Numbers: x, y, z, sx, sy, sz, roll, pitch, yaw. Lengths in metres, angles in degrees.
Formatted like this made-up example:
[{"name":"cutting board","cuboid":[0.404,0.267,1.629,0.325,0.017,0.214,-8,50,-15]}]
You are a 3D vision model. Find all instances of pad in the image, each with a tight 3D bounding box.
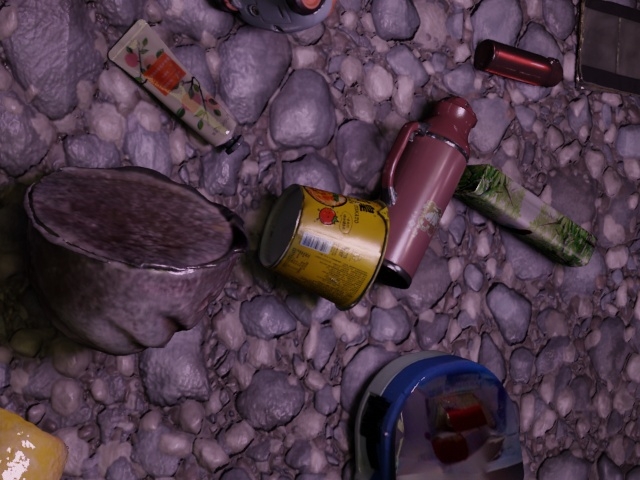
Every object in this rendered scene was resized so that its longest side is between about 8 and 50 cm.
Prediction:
[{"name":"pad","cuboid":[0.565,-0.355,2.268,0.233,0.022,0.174,3,87,-31]}]

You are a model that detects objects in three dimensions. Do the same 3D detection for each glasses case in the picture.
[{"name":"glasses case","cuboid":[0.346,-0.040,2.094,0.272,0.095,0.062,31,76,-25]}]

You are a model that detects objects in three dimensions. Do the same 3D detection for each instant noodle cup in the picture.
[{"name":"instant noodle cup","cuboid":[0.000,0.000,1.854,0.144,0.182,0.182,21,79,-20]}]

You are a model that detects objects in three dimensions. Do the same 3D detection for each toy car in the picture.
[{"name":"toy car","cuboid":[-0.051,-0.456,1.808,0.212,0.181,0.270,-43,127,-35]}]

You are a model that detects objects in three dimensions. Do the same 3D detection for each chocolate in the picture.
[{"name":"chocolate","cuboid":[-0.267,0.050,1.656,0.303,0.303,0.213,0,120,-30]}]

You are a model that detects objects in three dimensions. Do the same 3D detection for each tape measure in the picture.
[{"name":"tape measure","cuboid":[0.180,0.312,1.968,0.259,0.138,0.262,-8,93,-31]}]

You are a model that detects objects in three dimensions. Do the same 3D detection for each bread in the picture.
[{"name":"bread","cuboid":[-0.437,0.309,1.593,0.197,0.197,0.170,38,58,-24]}]

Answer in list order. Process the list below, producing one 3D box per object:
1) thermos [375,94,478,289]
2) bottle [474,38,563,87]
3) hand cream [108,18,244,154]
[{"name":"thermos","cuboid":[0.152,-0.097,1.975,0.136,0.109,0.330,30,74,-13]},{"name":"bottle","cuboid":[0.350,-0.306,2.120,0.164,0.060,0.060,11,84,-30]},{"name":"hand cream","cuboid":[-0.206,-0.221,1.809,0.234,0.050,0.080,44,73,-16]}]
